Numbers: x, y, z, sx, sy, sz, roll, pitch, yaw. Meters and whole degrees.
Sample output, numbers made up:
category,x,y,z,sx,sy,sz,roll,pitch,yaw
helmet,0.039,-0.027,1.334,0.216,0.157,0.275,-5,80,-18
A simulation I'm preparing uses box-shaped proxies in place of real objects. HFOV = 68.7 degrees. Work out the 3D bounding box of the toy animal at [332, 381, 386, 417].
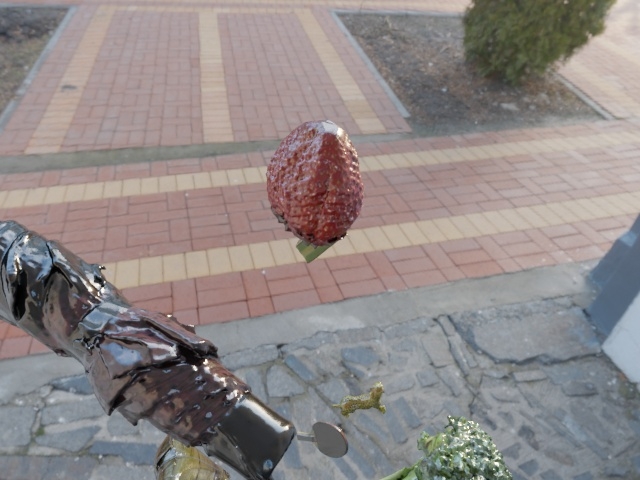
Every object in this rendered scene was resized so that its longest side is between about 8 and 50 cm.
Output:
category,x,y,z,sx,sy,sz,roll,pitch,yaw
toy animal,0.113,0.491,1.431,0.181,0.136,0.073,-11,59,8

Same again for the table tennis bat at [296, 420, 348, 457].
category,x,y,z,sx,sy,sz,roll,pitch,yaw
table tennis bat,0.003,0.682,1.613,0.220,0.130,0.019,-11,6,38

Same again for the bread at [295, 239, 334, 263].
category,x,y,z,sx,sy,sz,roll,pitch,yaw
bread,0.004,-0.003,1.435,0.139,0.074,0.084,-31,12,17

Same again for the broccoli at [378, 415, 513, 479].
category,x,y,z,sx,sy,sz,roll,pitch,yaw
broccoli,0.218,0.495,0.822,0.249,0.302,0.375,45,20,10

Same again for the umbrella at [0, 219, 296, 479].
category,x,y,z,sx,sy,sz,roll,pitch,yaw
umbrella,-0.161,0.088,0.386,0.326,0.094,0.090,31,73,11

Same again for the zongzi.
category,x,y,z,sx,sy,sz,roll,pitch,yaw
zongzi,-0.378,0.746,1.393,0.138,0.286,0.300,-46,15,-8

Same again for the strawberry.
category,x,y,z,sx,sy,sz,roll,pitch,yaw
strawberry,-0.007,-0.145,1.141,0.250,0.288,0.239,12,34,-13
